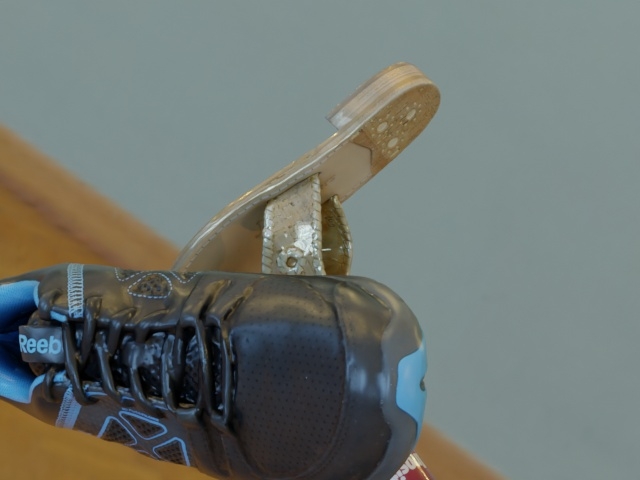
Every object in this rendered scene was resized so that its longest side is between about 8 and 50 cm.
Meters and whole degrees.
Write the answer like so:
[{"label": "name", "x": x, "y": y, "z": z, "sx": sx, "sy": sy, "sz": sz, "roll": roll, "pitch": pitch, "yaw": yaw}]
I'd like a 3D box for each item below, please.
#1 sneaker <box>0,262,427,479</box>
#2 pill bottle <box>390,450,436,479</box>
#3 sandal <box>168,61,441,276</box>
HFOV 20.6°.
[{"label": "sneaker", "x": -0.084, "y": 0.075, "z": 0.962, "sx": 0.139, "sy": 0.125, "sz": 0.340, "roll": 8, "pitch": -6, "yaw": -41}, {"label": "pill bottle", "x": 0.070, "y": 0.244, "z": 1.654, "sx": 0.152, "sy": 0.086, "sz": 0.086, "roll": 54, "pitch": 26, "yaw": 14}, {"label": "sandal", "x": -0.003, "y": -0.002, "z": 1.098, "sx": 0.079, "sy": 0.240, "sz": 0.088, "roll": 48, "pitch": 6, "yaw": 30}]
